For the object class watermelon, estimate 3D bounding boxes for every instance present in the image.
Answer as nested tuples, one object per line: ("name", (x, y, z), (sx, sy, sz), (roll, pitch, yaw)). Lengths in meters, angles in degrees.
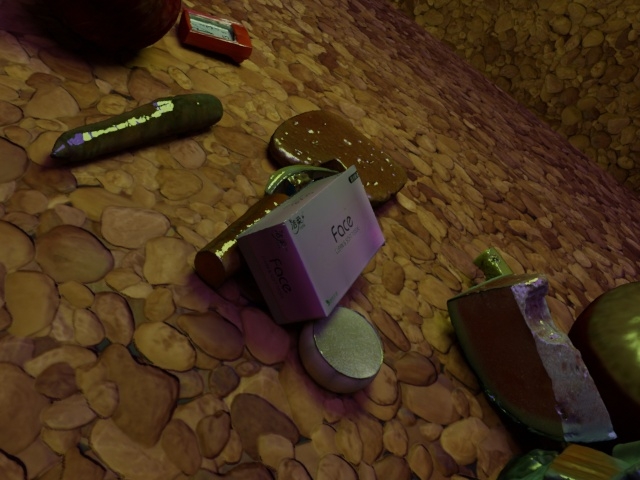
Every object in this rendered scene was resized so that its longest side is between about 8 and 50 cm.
("watermelon", (0.318, 0.170, 0.771), (0.148, 0.226, 0.318), (-13, 44, -6))

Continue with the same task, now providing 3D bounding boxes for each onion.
("onion", (-0.375, -0.479, 0.865), (0.276, 0.276, 0.276), (22, 39, -19))

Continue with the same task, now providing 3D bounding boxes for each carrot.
("carrot", (-0.101, -0.013, 0.736), (0.067, 0.067, 0.225), (38, 38, 2))
("carrot", (-0.283, -0.188, 0.781), (0.070, 0.070, 0.342), (43, 38, 8))

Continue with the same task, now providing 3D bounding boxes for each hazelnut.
("hazelnut", (0.599, 0.256, 0.775), (0.359, 0.359, 0.409), (23, 31, -18))

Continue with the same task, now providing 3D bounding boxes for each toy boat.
("toy boat", (-0.036, -0.099, 0.881), (0.066, 0.065, 0.172), (39, 42, 26))

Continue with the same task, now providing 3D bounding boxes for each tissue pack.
("tissue pack", (0.000, 0.000, 0.736), (0.246, 0.092, 0.149), (-45, 116, -54))

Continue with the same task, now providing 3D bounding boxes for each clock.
("clock", (-0.246, -0.470, 1.124), (0.155, 0.061, 0.113), (7, 46, -30))

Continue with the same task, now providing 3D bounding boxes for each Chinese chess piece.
("Chinese chess piece", (0.029, 0.150, 0.677), (0.122, 0.051, 0.122), (21, 41, -20))

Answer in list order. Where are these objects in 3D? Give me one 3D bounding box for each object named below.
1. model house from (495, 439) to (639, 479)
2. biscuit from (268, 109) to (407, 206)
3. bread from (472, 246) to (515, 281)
("model house", (0.404, 0.360, 0.516), (0.297, 0.339, 0.360), (-5, 53, -40))
("biscuit", (0.038, -0.161, 1.025), (0.277, 0.052, 0.262), (40, 41, 3))
("bread", (0.369, 0.125, 0.953), (0.049, 0.088, 0.226), (-2, 50, -37))
